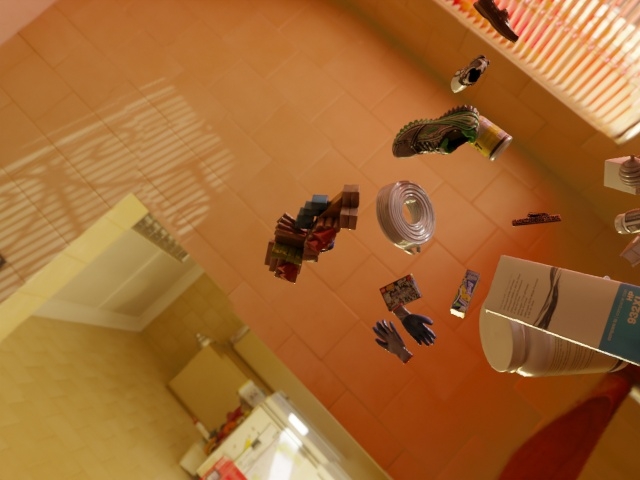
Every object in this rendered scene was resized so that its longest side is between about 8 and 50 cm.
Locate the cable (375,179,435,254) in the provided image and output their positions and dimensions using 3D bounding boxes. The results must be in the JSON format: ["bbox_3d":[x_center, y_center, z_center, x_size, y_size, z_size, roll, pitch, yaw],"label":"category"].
[{"bbox_3d":[0.317,-0.096,1.716,0.089,0.257,0.257,-17,58,52],"label":"cable"}]

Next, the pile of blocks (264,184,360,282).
[{"bbox_3d":[-0.037,-0.011,1.193,0.362,0.149,0.113,-45,18,30],"label":"pile of blocks"}]

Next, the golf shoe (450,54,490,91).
[{"bbox_3d":[0.577,-0.645,1.834,0.094,0.077,0.198,-61,9,-29],"label":"golf shoe"}]

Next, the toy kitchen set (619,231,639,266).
[{"bbox_3d":[0.650,0.013,0.898,0.083,0.068,0.075,-37,-21,-23],"label":"toy kitchen set"}]

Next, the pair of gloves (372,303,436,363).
[{"bbox_3d":[0.257,0.283,1.421,0.198,0.159,0.023,-49,-9,32],"label":"pair of gloves"}]

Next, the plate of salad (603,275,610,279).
[{"bbox_3d":[0.997,0.224,1.651,0.048,0.200,0.200,9,39,47],"label":"plate of salad"}]

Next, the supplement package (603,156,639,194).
[{"bbox_3d":[1.165,-0.246,1.730,0.105,0.105,0.179,-10,17,-1],"label":"supplement package"}]

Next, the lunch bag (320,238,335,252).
[{"bbox_3d":[0.000,0.000,1.429,0.098,0.065,0.067,-15,41,25],"label":"lunch bag"}]

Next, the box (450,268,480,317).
[{"bbox_3d":[0.533,0.196,1.703,0.169,0.054,0.059,-58,-28,-21],"label":"box"}]

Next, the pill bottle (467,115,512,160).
[{"bbox_3d":[0.652,-0.426,1.868,0.119,0.208,0.119,-42,-17,-16],"label":"pill bottle"}]

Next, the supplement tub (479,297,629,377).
[{"bbox_3d":[0.622,0.240,1.241,0.324,0.236,0.235,-2,-18,-4],"label":"supplement tub"}]

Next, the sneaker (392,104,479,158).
[{"bbox_3d":[0.423,-0.383,1.742,0.343,0.134,0.146,-18,50,34],"label":"sneaker"}]

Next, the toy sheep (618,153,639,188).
[{"bbox_3d":[0.994,-0.220,1.468,0.091,0.132,0.091,-24,29,14],"label":"toy sheep"}]

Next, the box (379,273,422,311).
[{"bbox_3d":[0.293,0.192,1.699,0.137,0.094,0.027,-31,-17,28],"label":"box"}]

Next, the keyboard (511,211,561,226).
[{"bbox_3d":[0.924,-0.099,1.994,0.192,0.038,0.100,-6,16,20],"label":"keyboard"}]

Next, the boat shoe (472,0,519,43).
[{"bbox_3d":[0.543,-0.674,1.404,0.060,0.178,0.064,-44,2,32],"label":"boat shoe"}]

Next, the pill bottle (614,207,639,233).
[{"bbox_3d":[0.995,-0.062,1.434,0.078,0.078,0.137,-42,5,-18],"label":"pill bottle"}]

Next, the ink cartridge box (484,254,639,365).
[{"bbox_3d":[0.522,0.140,0.907,0.223,0.307,0.129,18,-90,-35],"label":"ink cartridge box"}]
